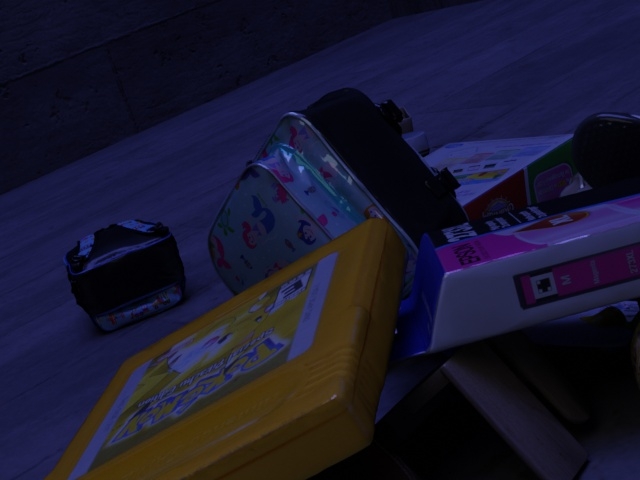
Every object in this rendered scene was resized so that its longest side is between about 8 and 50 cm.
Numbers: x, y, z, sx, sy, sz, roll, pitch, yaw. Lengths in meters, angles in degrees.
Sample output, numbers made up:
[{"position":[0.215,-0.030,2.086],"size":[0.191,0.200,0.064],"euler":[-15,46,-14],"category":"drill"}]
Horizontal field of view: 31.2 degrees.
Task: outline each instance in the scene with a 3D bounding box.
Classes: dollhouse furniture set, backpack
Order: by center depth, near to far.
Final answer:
[{"position":[0.129,0.153,0.917],"size":[0.144,0.123,0.151],"euler":[-33,-12,-51],"category":"dollhouse furniture set"},{"position":[0.000,0.000,1.191],"size":[0.191,0.225,0.253],"euler":[-36,-8,-37],"category":"backpack"},{"position":[-0.278,0.038,1.610],"size":[0.158,0.116,0.173],"euler":[-23,17,-14],"category":"backpack"}]

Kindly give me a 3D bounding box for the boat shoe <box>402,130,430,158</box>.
[{"position":[0.038,-0.068,1.639],"size":[0.306,0.104,0.113],"euler":[-22,11,-37],"category":"boat shoe"}]

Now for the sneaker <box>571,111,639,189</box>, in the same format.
[{"position":[0.375,-0.061,1.094],"size":[0.270,0.090,0.145],"euler":[21,24,12],"category":"sneaker"}]

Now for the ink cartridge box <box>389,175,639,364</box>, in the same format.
[{"position":[0.192,0.010,0.902],"size":[0.371,0.069,0.176],"euler":[-18,10,3],"category":"ink cartridge box"}]

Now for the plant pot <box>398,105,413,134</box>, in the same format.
[{"position":[0.101,-0.146,1.841],"size":[0.109,0.096,0.109],"euler":[-18,16,3],"category":"plant pot"}]

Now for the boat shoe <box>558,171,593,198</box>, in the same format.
[{"position":[0.308,-0.021,1.194],"size":[0.103,0.113,0.302],"euler":[-34,8,31],"category":"boat shoe"}]

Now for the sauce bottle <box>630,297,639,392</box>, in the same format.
[{"position":[0.277,0.096,0.803],"size":[0.111,0.111,0.344],"euler":[-15,14,12],"category":"sauce bottle"}]

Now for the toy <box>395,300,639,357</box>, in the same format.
[{"position":[0.174,0.088,1.033],"size":[0.237,0.056,0.137],"euler":[-2,11,29],"category":"toy"}]

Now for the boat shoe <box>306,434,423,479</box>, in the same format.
[{"position":[-0.019,0.168,0.894],"size":[0.111,0.104,0.307],"euler":[-26,17,-26],"category":"boat shoe"}]

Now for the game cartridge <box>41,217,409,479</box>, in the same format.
[{"position":[-0.075,0.113,0.829],"size":[0.285,0.052,0.323],"euler":[-30,11,16],"category":"game cartridge"}]

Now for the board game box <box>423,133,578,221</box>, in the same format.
[{"position":[0.163,-0.049,1.500],"size":[0.317,0.064,0.242],"euler":[-30,19,-35],"category":"board game box"}]
